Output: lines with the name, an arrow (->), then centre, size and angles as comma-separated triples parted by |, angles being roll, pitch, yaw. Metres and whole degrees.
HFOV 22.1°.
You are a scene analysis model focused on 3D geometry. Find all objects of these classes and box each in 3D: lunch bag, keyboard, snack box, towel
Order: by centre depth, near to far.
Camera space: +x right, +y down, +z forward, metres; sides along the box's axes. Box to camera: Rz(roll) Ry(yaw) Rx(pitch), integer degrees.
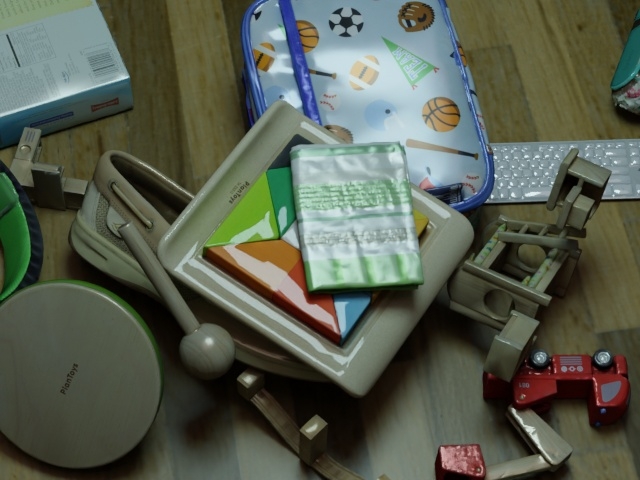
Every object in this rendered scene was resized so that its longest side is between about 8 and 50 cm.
towel -> 0.032, -0.021, 1.528 | 0.113, 0.023, 0.152 | -3, 65, -8
lunch bag -> 0.039, -0.121, 1.690 | 0.243, 0.115, 0.303 | -10, 68, -8
keyboard -> 0.287, -0.074, 1.745 | 0.256, 0.014, 0.072 | -2, 58, -2
snack box -> -0.348, -0.255, 1.816 | 0.187, 0.060, 0.322 | -18, 60, -13

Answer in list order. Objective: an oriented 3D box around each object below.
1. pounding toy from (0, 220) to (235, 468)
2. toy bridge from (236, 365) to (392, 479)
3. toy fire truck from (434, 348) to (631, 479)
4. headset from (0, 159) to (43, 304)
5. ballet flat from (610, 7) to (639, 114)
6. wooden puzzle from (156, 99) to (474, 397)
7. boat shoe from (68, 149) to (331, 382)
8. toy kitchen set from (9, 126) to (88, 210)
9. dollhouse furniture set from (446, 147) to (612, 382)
pounding toy -> -0.204, 0.100, 1.561 | 0.237, 0.110, 0.183 | -35, 94, 18
toy bridge -> -0.008, 0.189, 1.543 | 0.188, 0.063, 0.026 | 38, 65, 22
toy fire truck -> 0.205, 0.173, 1.568 | 0.192, 0.047, 0.135 | 1, 58, -2
headset -> -0.411, -0.007, 1.515 | 0.243, 0.185, 0.394 | 55, 38, 6
ballet flat -> 0.387, -0.229, 1.817 | 0.077, 0.091, 0.241 | 34, 63, -16
wooden puzzle -> 0.000, 0.000, 1.541 | 0.239, 0.044, 0.221 | 35, 63, 5
boat shoe -> -0.095, 0.025, 1.591 | 0.341, 0.110, 0.122 | 28, 23, 17
toy kitchen set -> -0.278, -0.083, 1.705 | 0.083, 0.068, 0.075 | 9, 58, 4
dollhouse furniture set -> 0.186, 0.010, 1.567 | 0.101, 0.161, 0.182 | 24, 34, 13
